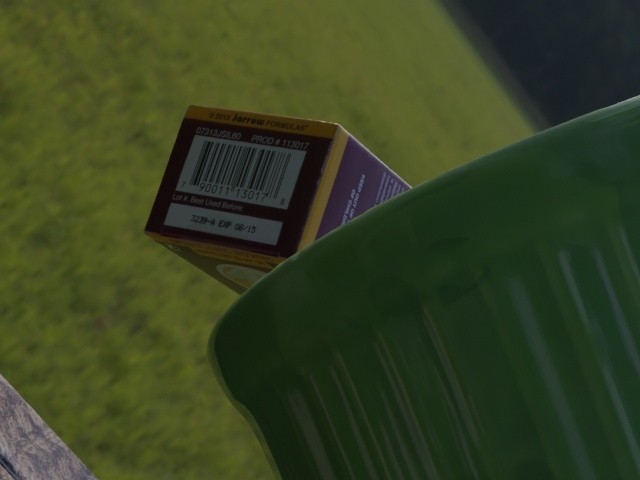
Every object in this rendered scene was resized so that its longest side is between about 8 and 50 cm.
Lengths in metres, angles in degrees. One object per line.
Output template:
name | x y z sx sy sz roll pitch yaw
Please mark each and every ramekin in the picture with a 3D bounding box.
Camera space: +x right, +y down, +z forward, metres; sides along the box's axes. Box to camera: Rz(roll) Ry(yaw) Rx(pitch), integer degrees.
ramekin | 0.124 0.059 0.694 0.303 0.303 0.148 30 40 -72

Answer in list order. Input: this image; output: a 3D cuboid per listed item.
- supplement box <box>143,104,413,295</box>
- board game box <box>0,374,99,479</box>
supplement box | 0.000 0.000 1.087 0.104 0.080 0.188 11 -15 33
board game box | -0.256 0.159 0.801 0.232 0.291 0.141 50 13 -10
